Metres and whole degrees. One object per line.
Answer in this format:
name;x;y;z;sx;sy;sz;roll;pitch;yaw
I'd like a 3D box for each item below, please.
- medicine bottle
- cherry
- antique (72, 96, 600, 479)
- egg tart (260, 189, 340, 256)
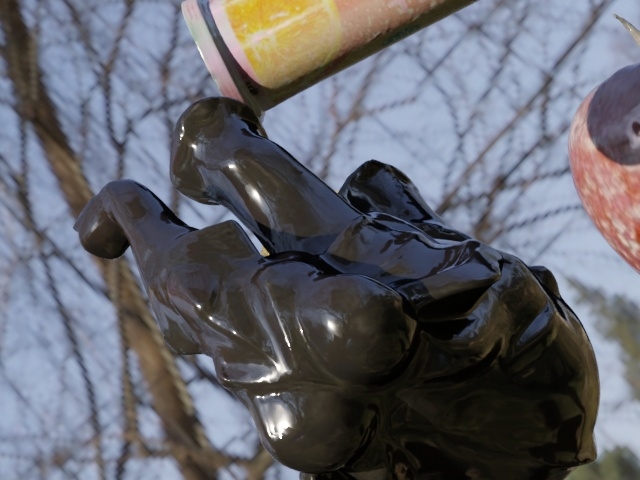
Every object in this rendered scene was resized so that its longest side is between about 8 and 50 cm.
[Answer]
medicine bottle;0.109;-0.225;1.293;0.426;0.108;0.108;-27;-22;6
cherry;0.338;-0.086;1.606;0.212;0.285;0.236;-22;-13;-12
antique;0.032;0.054;1.060;0.322;0.255;0.185;20;-73;-36
egg tart;0.000;0.000;1.652;0.129;0.129;0.049;-42;-33;-6
